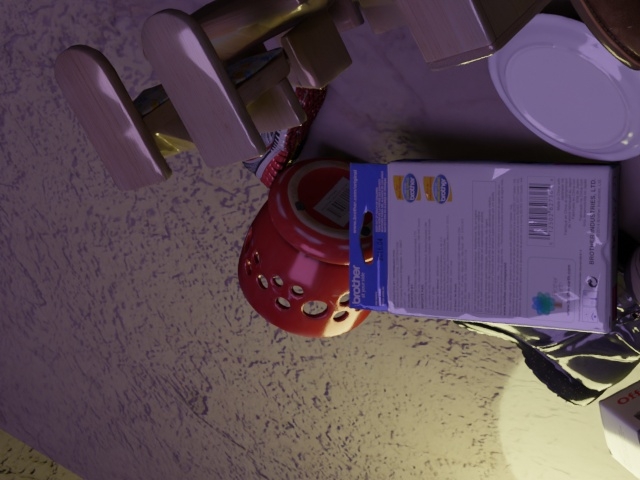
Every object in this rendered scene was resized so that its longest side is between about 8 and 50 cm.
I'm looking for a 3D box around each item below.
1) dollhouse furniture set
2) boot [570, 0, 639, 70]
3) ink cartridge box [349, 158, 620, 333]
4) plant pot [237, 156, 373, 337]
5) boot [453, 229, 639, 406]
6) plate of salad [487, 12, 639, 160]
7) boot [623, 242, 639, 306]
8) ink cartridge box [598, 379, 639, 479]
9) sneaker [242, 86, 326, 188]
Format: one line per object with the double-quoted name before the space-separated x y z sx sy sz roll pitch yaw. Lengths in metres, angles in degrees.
"dollhouse furniture set" -0.018 -0.268 1.107 0.394 0.362 0.256 -9 115 43
"boot" 0.268 -0.287 1.084 0.115 0.112 0.305 -11 124 32
"ink cartridge box" 0.184 0.000 1.408 0.311 0.065 0.186 3 100 22
"plant pot" 0.000 0.000 1.562 0.191 0.191 0.174 27 137 10
"boot" 0.279 0.043 1.475 0.338 0.118 0.223 34 138 -8
"plate of salad" 0.266 -0.162 1.273 0.200 0.048 0.200 30 154 17
"boot" 0.526 0.045 1.240 0.377 0.138 0.284 33 145 11
"ink cartridge box" 0.449 0.230 1.408 0.218 0.158 0.092 39 151 63
"sneaker" -0.062 -0.151 1.515 0.092 0.088 0.225 36 144 4
